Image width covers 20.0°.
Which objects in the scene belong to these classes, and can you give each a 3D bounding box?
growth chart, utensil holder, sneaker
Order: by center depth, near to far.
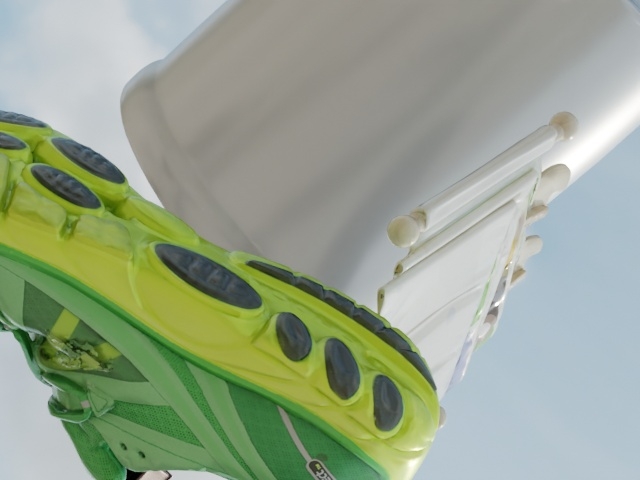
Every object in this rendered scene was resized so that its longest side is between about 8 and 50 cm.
[{"bbox_3d":[-0.097,0.040,0.778,0.295,0.109,0.123,31,-67,7],"label":"sneaker"},{"bbox_3d":[0.061,0.046,0.972,0.021,0.172,0.237,36,-52,24],"label":"growth chart"},{"bbox_3d":[0.075,-0.137,1.540,0.385,0.327,0.328,-41,-124,17],"label":"utensil holder"}]

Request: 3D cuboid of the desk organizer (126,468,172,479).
[{"bbox_3d":[-0.241,0.301,2.120,0.130,0.050,0.047,-46,-121,-4],"label":"desk organizer"}]
